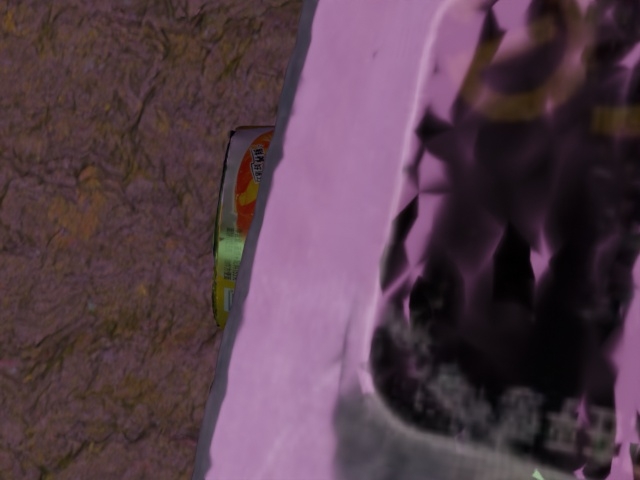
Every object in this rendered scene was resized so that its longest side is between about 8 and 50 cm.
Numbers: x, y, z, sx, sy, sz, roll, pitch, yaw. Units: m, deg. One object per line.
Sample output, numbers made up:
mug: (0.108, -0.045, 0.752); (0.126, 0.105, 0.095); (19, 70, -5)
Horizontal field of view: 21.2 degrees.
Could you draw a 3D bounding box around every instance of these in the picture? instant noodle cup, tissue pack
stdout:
instant noodle cup: (0.000, 0.000, 1.310); (0.205, 0.153, 0.205); (3, -90, -87)
tissue pack: (0.119, -0.051, 0.374); (0.259, 0.122, 0.361); (15, 92, 41)
